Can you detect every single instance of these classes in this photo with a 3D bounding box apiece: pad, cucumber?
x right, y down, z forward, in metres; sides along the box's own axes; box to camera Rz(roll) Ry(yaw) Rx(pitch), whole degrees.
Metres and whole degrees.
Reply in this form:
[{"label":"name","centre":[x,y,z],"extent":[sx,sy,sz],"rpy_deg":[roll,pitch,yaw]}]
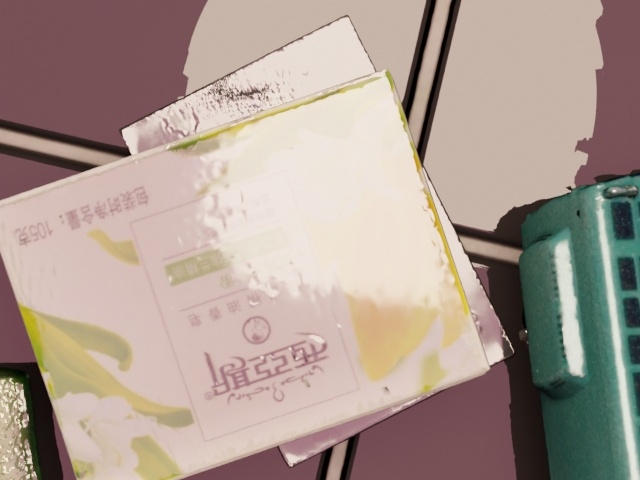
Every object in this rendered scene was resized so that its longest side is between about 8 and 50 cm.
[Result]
[{"label":"pad","centre":[0.000,0.000,1.234],"extent":[0.170,0.006,0.246],"rpy_deg":[-26,90,-1]},{"label":"cucumber","centre":[-0.233,0.140,1.204],"extent":[0.116,0.062,0.115],"rpy_deg":[-9,93,-8]}]

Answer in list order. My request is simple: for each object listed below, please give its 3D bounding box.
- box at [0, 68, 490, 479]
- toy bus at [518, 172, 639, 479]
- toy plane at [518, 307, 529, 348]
[{"label":"box","centre":[-0.048,0.027,1.177],"extent":[0.260,0.111,0.194],"rpy_deg":[-20,91,-2]},{"label":"toy bus","centre":[0.198,0.084,1.110],"extent":[0.147,0.128,0.256],"rpy_deg":[-3,79,-17]},{"label":"toy plane","centre":[0.183,0.046,1.211],"extent":[0.145,0.060,0.037],"rpy_deg":[-5,91,-16]}]
